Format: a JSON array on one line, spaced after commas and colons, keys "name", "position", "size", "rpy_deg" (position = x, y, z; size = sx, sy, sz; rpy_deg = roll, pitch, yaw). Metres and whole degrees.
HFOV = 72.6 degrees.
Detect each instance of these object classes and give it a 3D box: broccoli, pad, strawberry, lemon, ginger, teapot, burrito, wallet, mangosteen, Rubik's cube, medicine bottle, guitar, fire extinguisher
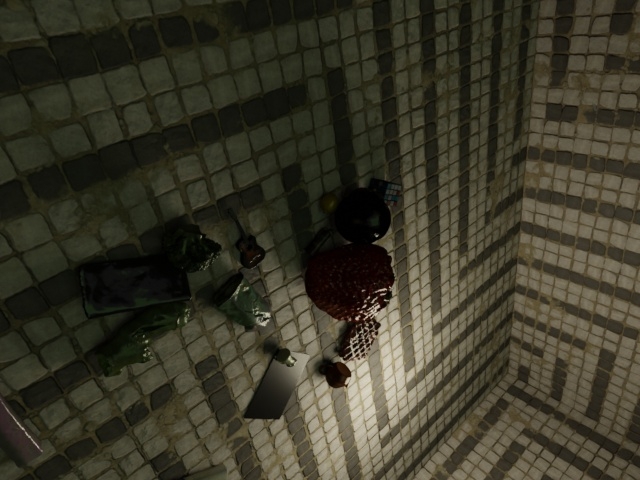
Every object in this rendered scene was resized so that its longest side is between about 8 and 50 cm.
[{"name": "broccoli", "position": [-0.369, 0.021, 1.230], "size": [0.146, 0.162, 0.137], "rpy_deg": [-48, 155, -53]}, {"name": "pad", "position": [-0.169, 0.582, 1.750], "size": [0.202, 0.005, 0.299], "rpy_deg": [27, 89, -46]}, {"name": "strawberry", "position": [0.107, 0.161, 1.654], "size": [0.351, 0.267, 0.311], "rpy_deg": [2, 96, -22]}, {"name": "lemon", "position": [0.032, -0.134, 1.583], "size": [0.062, 0.062, 0.083], "rpy_deg": [27, 87, -45]}, {"name": "ginger", "position": [-0.507, 0.275, 1.254], "size": [0.290, 0.089, 0.137], "rpy_deg": [-48, 115, -22]}, {"name": "teapot", "position": [-0.132, 0.462, 1.694], "size": [0.067, 0.057, 0.083], "rpy_deg": [-22, 135, 11]}, {"name": "burrito", "position": [-0.249, 0.222, 1.464], "size": [0.144, 0.089, 0.229], "rpy_deg": [-49, 131, -12]}, {"name": "wallet", "position": [-0.502, 0.119, 1.196], "size": [0.285, 0.030, 0.146], "rpy_deg": [-8, 91, -39]}, {"name": "mangosteen", "position": [0.164, -0.107, 1.633], "size": [0.211, 0.211, 0.250], "rpy_deg": [53, 42, -42]}, {"name": "Rubik's cube", "position": [0.253, -0.191, 1.737], "size": [0.092, 0.092, 0.092], "rpy_deg": [2, 106, -43]}, {"name": "medicine bottle", "position": [-0.450, 0.876, 1.580], "size": [0.231, 0.059, 0.059], "rpy_deg": [4, 105, -43]}, {"name": "guitar", "position": [-0.248, -0.009, 1.405], "size": [0.088, 0.025, 0.233], "rpy_deg": [-39, 129, -24]}, {"name": "teapot", "position": [0.066, 0.597, 1.911], "size": [0.173, 0.116, 0.116], "rpy_deg": [34, 83, -18]}, {"name": "fire extinguisher", "position": [0.000, 0.000, 1.620], "size": [0.132, 0.056, 0.039], "rpy_deg": [-51, 160, -10]}]

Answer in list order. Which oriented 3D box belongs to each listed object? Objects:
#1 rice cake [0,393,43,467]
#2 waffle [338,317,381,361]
[{"name": "rice cake", "position": [-0.795, 0.440, 1.077], "size": [0.073, 0.056, 0.364], "rpy_deg": [-28, 124, -29]}, {"name": "waffle", "position": [0.182, 0.447, 1.980], "size": [0.221, 0.055, 0.234], "rpy_deg": [14, 103, -47]}]
